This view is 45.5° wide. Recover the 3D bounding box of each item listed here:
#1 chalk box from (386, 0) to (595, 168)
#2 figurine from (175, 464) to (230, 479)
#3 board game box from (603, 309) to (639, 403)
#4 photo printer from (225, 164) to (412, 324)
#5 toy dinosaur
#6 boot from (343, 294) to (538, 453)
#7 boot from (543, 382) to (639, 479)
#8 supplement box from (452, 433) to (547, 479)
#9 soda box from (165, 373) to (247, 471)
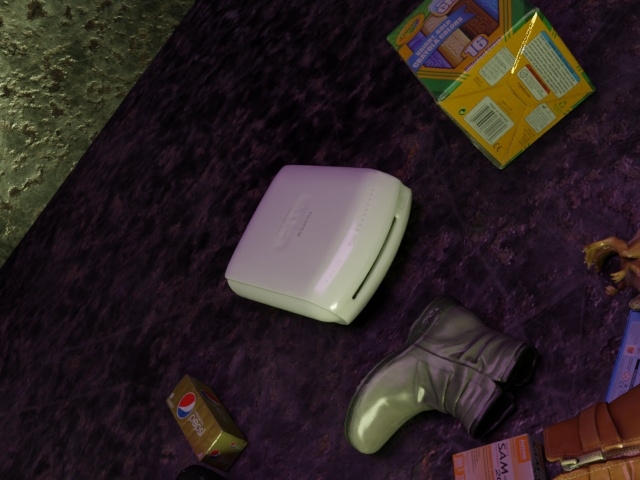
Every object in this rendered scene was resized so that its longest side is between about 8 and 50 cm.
[{"bbox_3d":[0.237,-0.283,1.148,0.179,0.180,0.289,-41,38,17],"label":"chalk box"},{"bbox_3d":[-0.140,0.438,1.055,0.209,0.092,0.214,-1,61,44],"label":"figurine"},{"bbox_3d":[0.384,0.155,0.731,0.212,0.039,0.160,3,63,50],"label":"board game box"},{"bbox_3d":[0.000,0.000,1.240,0.308,0.107,0.256,11,69,52],"label":"photo printer"},{"bbox_3d":[0.369,0.010,0.872,0.112,0.064,0.211,-1,48,36],"label":"toy dinosaur"},{"bbox_3d":[0.143,0.194,0.943,0.246,0.083,0.161,-54,41,2],"label":"boot"},{"bbox_3d":[0.299,0.229,0.622,0.220,0.109,0.283,-25,38,25],"label":"boot"},{"bbox_3d":[0.200,0.261,0.852,0.098,0.036,0.062,-28,43,31],"label":"supplement box"},{"bbox_3d":[-0.189,0.296,1.248,0.061,0.058,0.181,-53,36,0],"label":"soda box"}]
